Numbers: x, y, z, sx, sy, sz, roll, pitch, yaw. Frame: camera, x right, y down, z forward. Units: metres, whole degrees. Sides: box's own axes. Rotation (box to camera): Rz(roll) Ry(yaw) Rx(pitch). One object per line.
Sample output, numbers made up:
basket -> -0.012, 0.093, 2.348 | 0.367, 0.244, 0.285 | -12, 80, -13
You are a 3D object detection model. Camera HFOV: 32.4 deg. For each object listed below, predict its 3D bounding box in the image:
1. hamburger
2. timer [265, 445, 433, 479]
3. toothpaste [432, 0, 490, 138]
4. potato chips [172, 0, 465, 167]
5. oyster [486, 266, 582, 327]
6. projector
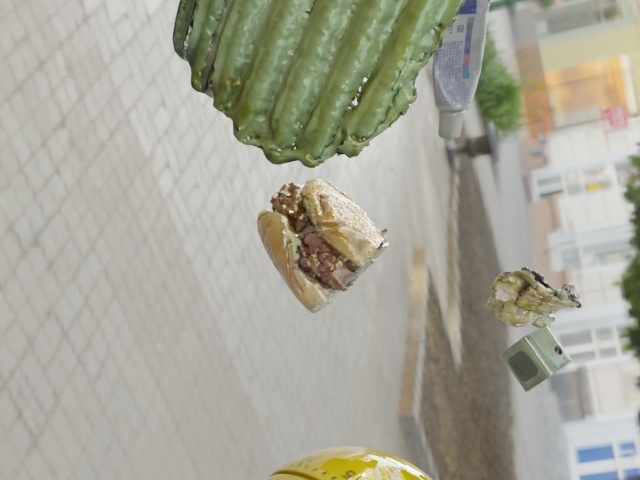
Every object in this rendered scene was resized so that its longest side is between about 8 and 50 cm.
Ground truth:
hamburger -> 0.000, 0.000, 1.662 | 0.245, 0.155, 0.282 | 44, 10, 20
timer -> 0.012, 0.470, 1.475 | 0.387, 0.376, 0.376 | -36, 122, -32
toothpaste -> 0.252, -0.325, 2.048 | 0.099, 0.068, 0.282 | -27, 128, -46
potato chips -> -0.011, -0.307, 1.380 | 0.429, 0.358, 0.070 | -64, 168, 23
oyster -> 0.349, 0.107, 1.786 | 0.191, 0.163, 0.081 | 29, 70, -50
projector -> 0.380, 0.207, 1.947 | 0.083, 0.083, 0.082 | -24, 74, -43
